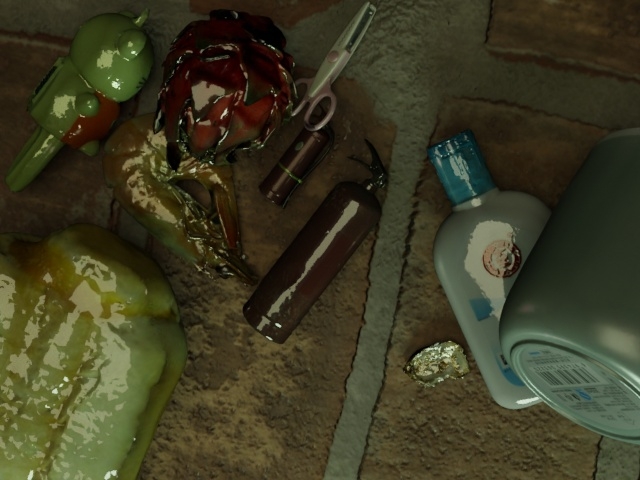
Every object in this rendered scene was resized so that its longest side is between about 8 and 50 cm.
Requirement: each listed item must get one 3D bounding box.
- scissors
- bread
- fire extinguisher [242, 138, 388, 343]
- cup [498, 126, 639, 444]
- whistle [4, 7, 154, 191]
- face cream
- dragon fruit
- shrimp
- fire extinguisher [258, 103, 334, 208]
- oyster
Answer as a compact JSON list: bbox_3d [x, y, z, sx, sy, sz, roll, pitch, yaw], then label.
[{"bbox_3d":[0.017,-0.220,1.603,0.085,0.022,0.176,34,92,39],"label":"scissors"},{"bbox_3d":[-0.321,0.138,1.600,0.300,0.210,0.341,19,97,-4],"label":"bread"},{"bbox_3d":[0.000,0.000,1.609,0.267,0.072,0.089,-53,53,9],"label":"fire extinguisher"},{"bbox_3d":[0.373,0.092,1.440,0.274,0.259,0.356,-54,129,-22],"label":"cup"},{"bbox_3d":[-0.301,-0.176,1.616,0.106,0.131,0.288,33,102,-26],"label":"whistle"},{"bbox_3d":[0.225,0.028,1.566,0.163,0.080,0.336,-24,91,6],"label":"face cream"},{"bbox_3d":[-0.113,-0.185,1.558,0.182,0.182,0.188,-10,84,10],"label":"dragon fruit"},{"bbox_3d":[-0.164,-0.048,1.636,0.145,0.061,0.267,-39,86,0],"label":"shrimp"},{"bbox_3d":[-0.026,-0.106,1.617,0.056,0.039,0.132,43,100,27],"label":"fire extinguisher"},{"bbox_3d":[0.144,0.155,1.621,0.083,0.019,0.054,-16,93,8],"label":"oyster"}]
